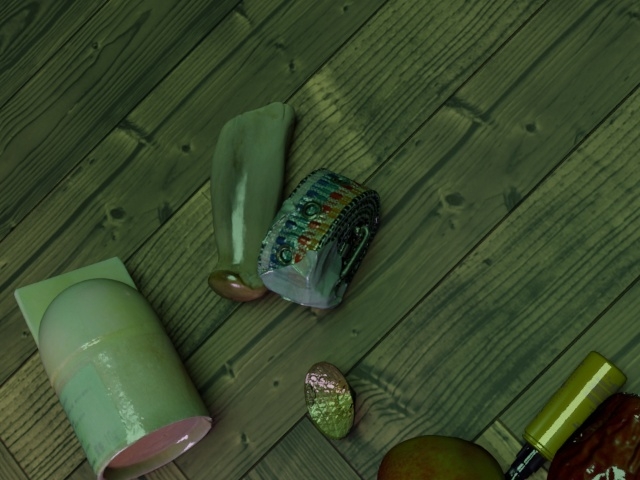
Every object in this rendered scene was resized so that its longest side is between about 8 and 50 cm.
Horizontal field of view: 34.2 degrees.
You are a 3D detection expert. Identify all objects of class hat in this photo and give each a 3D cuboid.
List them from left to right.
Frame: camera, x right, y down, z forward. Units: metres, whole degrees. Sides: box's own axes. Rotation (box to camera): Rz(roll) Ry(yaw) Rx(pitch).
[{"bbox_3d":[0.040,0.286,1.905,0.146,0.067,0.146,16,110,50],"label":"hat"}]

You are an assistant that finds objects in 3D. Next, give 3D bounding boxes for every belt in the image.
[{"bbox_3d":[0.000,0.000,1.916,0.150,0.207,0.257,25,76,24],"label":"belt"}]

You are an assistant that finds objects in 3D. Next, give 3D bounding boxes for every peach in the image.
[{"bbox_3d":[0.199,0.426,1.728,0.231,0.231,0.231,-5,74,16],"label":"peach"}]

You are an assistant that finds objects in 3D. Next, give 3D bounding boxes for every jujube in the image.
[{"bbox_3d":[0.466,0.388,1.667,0.197,0.197,0.290,25,74,21],"label":"jujube"}]

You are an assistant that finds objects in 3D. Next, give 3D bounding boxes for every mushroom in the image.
[{"bbox_3d":[-0.149,-0.081,2.026,0.154,0.137,0.407,6,70,5],"label":"mushroom"}]

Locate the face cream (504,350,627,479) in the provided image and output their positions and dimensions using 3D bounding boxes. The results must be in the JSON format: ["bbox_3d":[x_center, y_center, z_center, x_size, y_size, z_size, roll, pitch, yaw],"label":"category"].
[{"bbox_3d":[0.406,0.314,1.773,0.078,0.078,0.273,40,89,22],"label":"face cream"}]

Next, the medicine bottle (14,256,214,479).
[{"bbox_3d":[-0.395,0.224,1.956,0.235,0.236,0.406,-34,68,5],"label":"medicine bottle"}]
